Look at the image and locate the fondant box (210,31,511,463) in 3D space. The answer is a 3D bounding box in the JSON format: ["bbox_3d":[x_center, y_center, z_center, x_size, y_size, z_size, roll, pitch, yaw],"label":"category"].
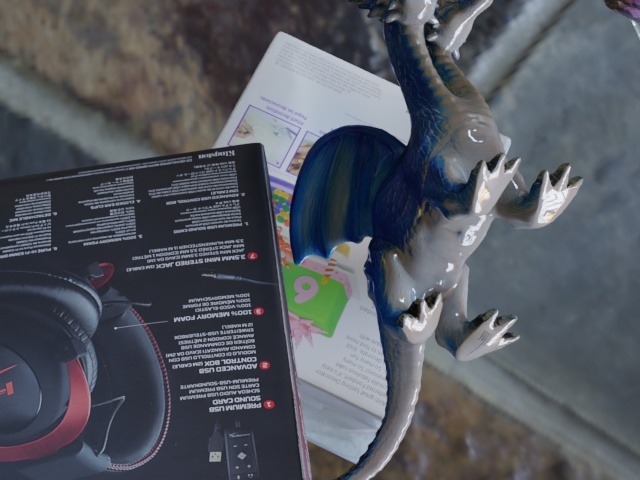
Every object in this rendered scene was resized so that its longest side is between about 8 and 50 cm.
[{"bbox_3d":[0.000,0.000,1.598,0.238,0.330,0.096,25,144,2],"label":"fondant box"}]

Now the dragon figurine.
[{"bbox_3d":[0.042,-0.010,0.955,0.085,0.144,0.289,5,114,-38],"label":"dragon figurine"}]

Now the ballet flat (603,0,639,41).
[{"bbox_3d":[0.288,-0.157,1.375,0.079,0.077,0.221,-36,139,28],"label":"ballet flat"}]

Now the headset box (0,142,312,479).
[{"bbox_3d":[-0.116,0.100,0.891,0.218,0.293,0.110,-9,135,-1],"label":"headset box"}]
